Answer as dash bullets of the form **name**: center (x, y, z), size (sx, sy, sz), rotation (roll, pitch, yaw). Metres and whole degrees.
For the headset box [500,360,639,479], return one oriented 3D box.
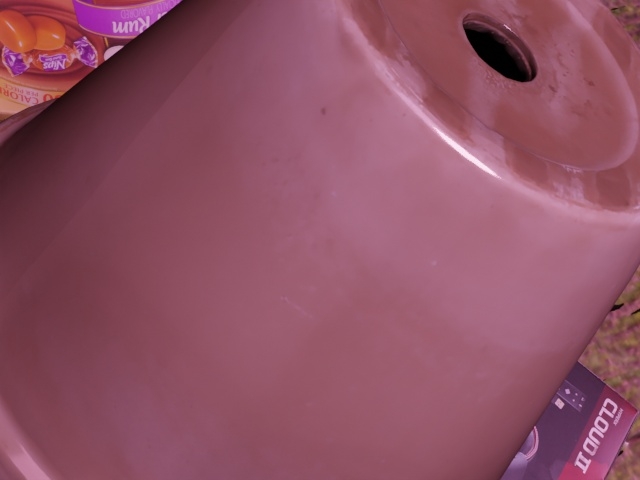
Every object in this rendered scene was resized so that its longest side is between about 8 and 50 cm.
- **headset box**: center (0.048, 0.131, 0.906), size (0.293, 0.110, 0.218), rotation (38, 56, -5)

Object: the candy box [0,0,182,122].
- **candy box**: center (-0.143, -0.115, 0.963), size (0.186, 0.053, 0.109), rotation (2, 66, -24)

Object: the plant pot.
- **plant pot**: center (0.000, 0.000, 0.658), size (0.323, 0.280, 0.323), rotation (23, 41, -22)
